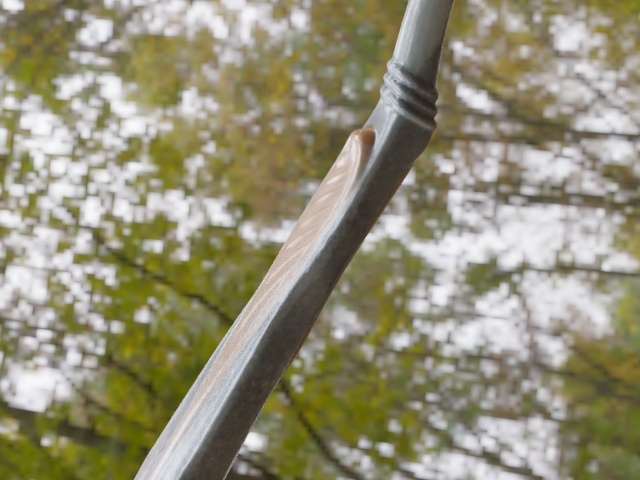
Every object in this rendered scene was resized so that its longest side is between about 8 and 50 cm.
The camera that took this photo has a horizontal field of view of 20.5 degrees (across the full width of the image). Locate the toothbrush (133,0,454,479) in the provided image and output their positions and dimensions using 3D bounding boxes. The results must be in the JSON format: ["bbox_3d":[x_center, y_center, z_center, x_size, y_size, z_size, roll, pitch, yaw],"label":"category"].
[{"bbox_3d":[0.000,0.000,0.524,0.037,0.028,0.375,25,-77,-26],"label":"toothbrush"}]
